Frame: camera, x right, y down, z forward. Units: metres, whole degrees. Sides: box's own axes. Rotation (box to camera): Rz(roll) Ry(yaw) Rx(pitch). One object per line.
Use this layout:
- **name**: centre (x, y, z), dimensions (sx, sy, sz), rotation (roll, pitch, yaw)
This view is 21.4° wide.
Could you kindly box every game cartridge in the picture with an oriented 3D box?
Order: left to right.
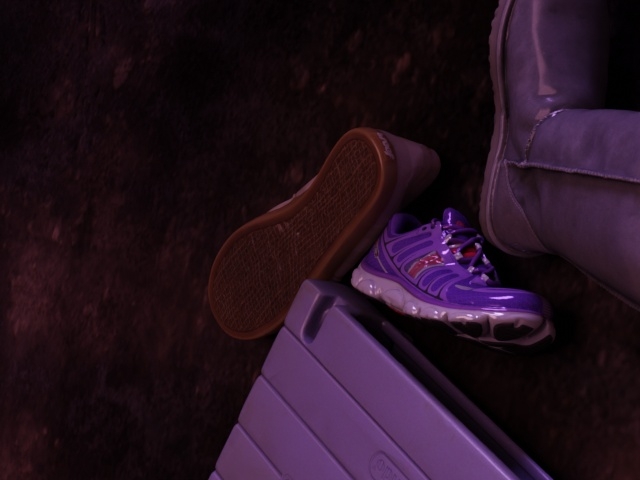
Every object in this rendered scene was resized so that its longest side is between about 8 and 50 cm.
- **game cartridge**: centre (0.042, 0.201, 0.985), dimensions (0.355, 0.068, 0.230), rotation (44, 117, 51)

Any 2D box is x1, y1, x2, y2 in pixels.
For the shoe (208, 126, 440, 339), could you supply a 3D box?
- **shoe**: centre (0.000, 0.000, 1.127), dimensions (0.219, 0.058, 0.076), rotation (-43, 66, 42)

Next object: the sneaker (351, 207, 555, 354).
- **sneaker**: centre (0.077, 0.019, 0.999), dimensions (0.170, 0.068, 0.071), rotation (24, 91, 55)

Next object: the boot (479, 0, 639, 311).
- **boot**: centre (0.154, -0.059, 0.876), dimensions (0.208, 0.076, 0.190), rotation (-159, 71, -75)
